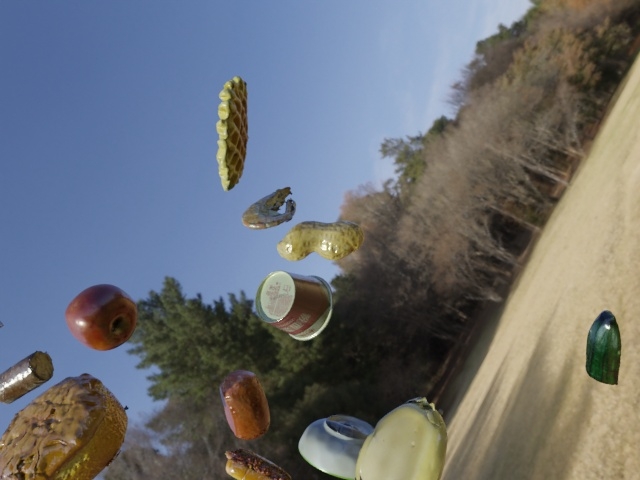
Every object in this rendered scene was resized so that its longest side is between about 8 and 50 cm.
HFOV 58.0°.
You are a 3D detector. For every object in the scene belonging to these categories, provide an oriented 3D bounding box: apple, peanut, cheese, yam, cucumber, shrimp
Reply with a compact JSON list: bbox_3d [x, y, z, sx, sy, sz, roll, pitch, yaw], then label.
[{"bbox_3d":[-0.748,0.258,1.971,0.230,0.230,0.230,-51,-20,-28],"label":"apple"},{"bbox_3d":[0.000,0.000,1.514,0.103,0.229,0.098,-91,-2,-46],"label":"peanut"},{"bbox_3d":[0.234,0.584,1.591,0.128,0.259,0.316,26,-93,-44],"label":"cheese"},{"bbox_3d":[-0.692,0.320,1.340,0.141,0.079,0.079,-30,-13,13],"label":"yam"},{"bbox_3d":[0.714,0.267,1.471,0.115,0.063,0.244,-93,-12,-50],"label":"cucumber"},{"bbox_3d":[-0.108,-0.081,1.431,0.223,0.126,0.047,-50,-40,-52],"label":"shrimp"}]

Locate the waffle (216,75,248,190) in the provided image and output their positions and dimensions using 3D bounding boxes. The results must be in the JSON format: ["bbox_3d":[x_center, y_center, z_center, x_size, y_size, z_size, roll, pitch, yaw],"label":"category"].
[{"bbox_3d":[-0.214,-0.263,1.428,0.250,0.056,0.261,-86,2,-55],"label":"waffle"}]

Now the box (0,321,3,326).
[{"bbox_3d":[-0.920,0.189,1.553,0.023,0.133,0.090,-41,6,-12],"label":"box"}]

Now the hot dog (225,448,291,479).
[{"bbox_3d":[-0.210,0.764,1.915,0.102,0.249,0.076,-57,-15,-45],"label":"hot dog"}]

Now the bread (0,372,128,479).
[{"bbox_3d":[-0.810,0.611,1.806,0.398,0.398,0.215,-53,-51,-23],"label":"bread"}]

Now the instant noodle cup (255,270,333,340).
[{"bbox_3d":[-0.099,0.211,1.964,0.178,0.235,0.234,25,-86,-47],"label":"instant noodle cup"}]

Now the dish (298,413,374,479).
[{"bbox_3d":[0.095,0.676,1.968,0.324,0.324,0.124,-4,-73,-69],"label":"dish"}]

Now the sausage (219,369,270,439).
[{"bbox_3d":[-0.266,0.579,2.042,0.141,0.153,0.268,-22,-65,-22],"label":"sausage"}]
